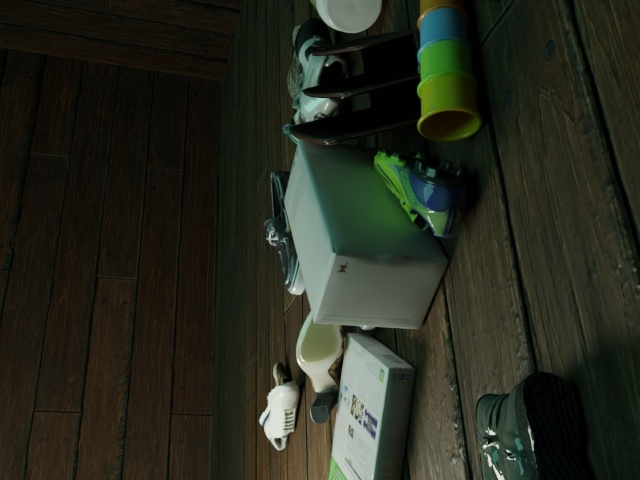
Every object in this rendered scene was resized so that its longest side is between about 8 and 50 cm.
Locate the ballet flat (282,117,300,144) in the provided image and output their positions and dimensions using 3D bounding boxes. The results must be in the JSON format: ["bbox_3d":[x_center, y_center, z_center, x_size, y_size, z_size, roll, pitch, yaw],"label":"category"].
[{"bbox_3d":[-0.058,-0.320,1.953,0.079,0.077,0.221,-61,21,10],"label":"ballet flat"}]

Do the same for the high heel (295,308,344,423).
[{"bbox_3d":[0.012,0.223,1.408,0.186,0.093,0.261,-34,-54,-77],"label":"high heel"}]

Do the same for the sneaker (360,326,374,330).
[{"bbox_3d":[0.062,0.061,1.358,0.094,0.091,0.258,115,155,-49],"label":"sneaker"}]

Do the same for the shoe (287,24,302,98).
[{"bbox_3d":[-0.049,-0.519,2.007,0.058,0.076,0.219,-3,-81,-62],"label":"shoe"}]

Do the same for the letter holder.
[{"bbox_3d":[0.045,-0.277,1.237,0.302,0.214,0.152,-136,31,-70],"label":"letter holder"}]

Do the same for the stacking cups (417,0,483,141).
[{"bbox_3d":[0.197,-0.311,1.048,0.096,0.096,0.316,131,146,-64],"label":"stacking cups"}]

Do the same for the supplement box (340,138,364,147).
[{"bbox_3d":[0.032,-0.201,1.565,0.188,0.081,0.104,174,101,-74],"label":"supplement box"}]

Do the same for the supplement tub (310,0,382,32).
[{"bbox_3d":[0.052,-0.546,1.497,0.200,0.144,0.144,-109,29,-54],"label":"supplement tub"}]

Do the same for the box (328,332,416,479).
[{"bbox_3d":[0.086,0.354,1.249,0.232,0.058,0.322,-154,71,-73],"label":"box"}]

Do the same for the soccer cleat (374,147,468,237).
[{"bbox_3d":[0.150,-0.082,1.108,0.289,0.093,0.121,-131,42,-69],"label":"soccer cleat"}]

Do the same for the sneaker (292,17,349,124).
[{"bbox_3d":[0.016,-0.432,1.678,0.146,0.122,0.330,-32,51,48],"label":"sneaker"}]

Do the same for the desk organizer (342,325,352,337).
[{"bbox_3d":[0.041,0.147,1.478,0.047,0.050,0.130,150,123,-70],"label":"desk organizer"}]

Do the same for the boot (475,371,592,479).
[{"bbox_3d":[0.232,0.279,0.759,0.161,0.083,0.246,111,165,-61],"label":"boot"}]

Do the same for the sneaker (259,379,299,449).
[{"bbox_3d":[-0.095,0.462,1.816,0.235,0.090,0.095,106,147,-43],"label":"sneaker"}]

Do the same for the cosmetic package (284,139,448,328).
[{"bbox_3d":[0.063,-0.024,1.204,0.365,0.197,0.155,-104,25,-52],"label":"cosmetic package"}]

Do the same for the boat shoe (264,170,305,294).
[{"bbox_3d":[-0.080,-0.023,1.571,0.108,0.102,0.301,137,136,-65],"label":"boat shoe"}]

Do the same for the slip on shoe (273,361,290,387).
[{"bbox_3d":[-0.103,0.395,1.919,0.041,0.051,0.135,-31,32,20],"label":"slip on shoe"}]
